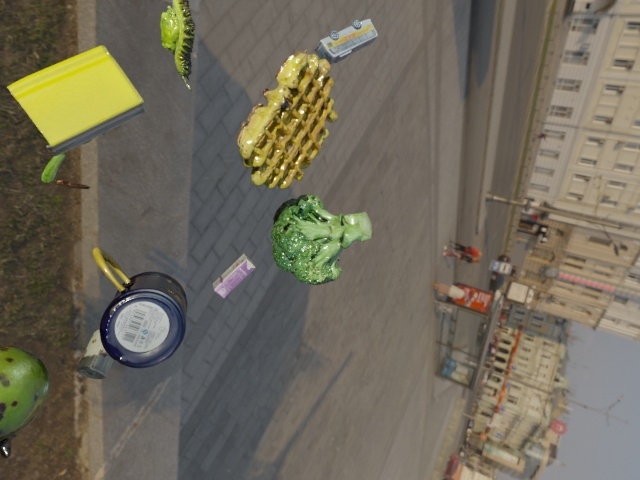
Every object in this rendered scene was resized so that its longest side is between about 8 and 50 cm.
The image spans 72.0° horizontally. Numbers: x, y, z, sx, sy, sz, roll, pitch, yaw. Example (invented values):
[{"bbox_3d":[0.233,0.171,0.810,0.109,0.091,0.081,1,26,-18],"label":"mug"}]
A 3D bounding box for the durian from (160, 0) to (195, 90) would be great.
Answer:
[{"bbox_3d":[-0.482,-0.711,1.507,0.106,0.132,0.375,-26,119,-72],"label":"durian"}]

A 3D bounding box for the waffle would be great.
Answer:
[{"bbox_3d":[-0.064,-0.252,0.933,0.309,0.065,0.283,-36,140,-48],"label":"waffle"}]

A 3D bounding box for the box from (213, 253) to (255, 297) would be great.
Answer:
[{"bbox_3d":[-0.224,0.092,1.140,0.117,0.050,0.036,-43,116,0],"label":"box"}]

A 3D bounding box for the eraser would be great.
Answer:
[{"bbox_3d":[-0.514,-0.303,0.946,0.226,0.158,0.069,-35,179,-21],"label":"eraser"}]

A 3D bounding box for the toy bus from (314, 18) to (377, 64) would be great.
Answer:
[{"bbox_3d":[0.075,-0.576,1.277,0.190,0.064,0.075,-36,98,-22],"label":"toy bus"}]

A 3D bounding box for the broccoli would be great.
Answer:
[{"bbox_3d":[0.000,0.000,1.141,0.270,0.270,0.270,48,34,-48],"label":"broccoli"}]

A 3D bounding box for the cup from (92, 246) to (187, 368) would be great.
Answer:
[{"bbox_3d":[-0.422,0.151,0.975,0.178,0.255,0.256,-63,-164,-7],"label":"cup"}]

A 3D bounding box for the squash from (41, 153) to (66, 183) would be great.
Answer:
[{"bbox_3d":[-0.618,-0.170,1.019,0.089,0.027,0.027,-54,158,12],"label":"squash"}]

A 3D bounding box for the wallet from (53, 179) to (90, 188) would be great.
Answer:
[{"bbox_3d":[-1.092,-0.245,1.927,0.095,0.176,0.026,12,88,-50],"label":"wallet"}]

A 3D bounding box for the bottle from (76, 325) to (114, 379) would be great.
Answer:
[{"bbox_3d":[-0.825,0.400,1.682,0.110,0.109,0.233,75,17,-49],"label":"bottle"}]

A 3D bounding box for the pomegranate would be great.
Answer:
[{"bbox_3d":[-0.497,0.202,0.621,0.156,0.156,0.220,-57,132,-32],"label":"pomegranate"}]
